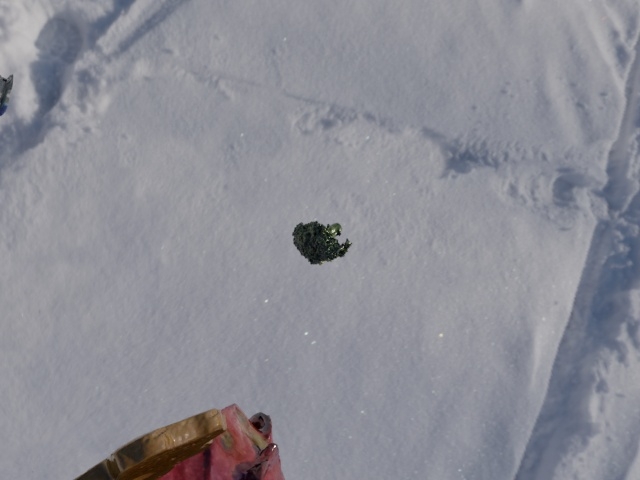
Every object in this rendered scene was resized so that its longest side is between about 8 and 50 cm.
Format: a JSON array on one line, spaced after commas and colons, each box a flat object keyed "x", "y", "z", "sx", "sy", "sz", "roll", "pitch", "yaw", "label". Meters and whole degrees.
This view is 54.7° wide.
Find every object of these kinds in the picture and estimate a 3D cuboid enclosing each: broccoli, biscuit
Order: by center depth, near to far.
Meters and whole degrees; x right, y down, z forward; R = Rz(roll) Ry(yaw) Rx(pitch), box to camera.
[{"x": -0.154, "y": 0.189, "z": 0.520, "sx": 0.133, "sy": 0.184, "sz": 0.027, "roll": -16, "pitch": 68, "yaw": -39, "label": "biscuit"}, {"x": 0.000, "y": 0.000, "z": 1.094, "sx": 0.092, "sy": 0.097, "sz": 0.095, "roll": -30, "pitch": 86, "yaw": -40, "label": "broccoli"}]

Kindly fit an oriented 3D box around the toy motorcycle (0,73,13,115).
[{"x": -0.247, "y": -0.016, "z": 0.334, "sx": 0.102, "sy": 0.150, "sz": 0.221, "roll": 21, "pitch": 94, "yaw": -11, "label": "toy motorcycle"}]

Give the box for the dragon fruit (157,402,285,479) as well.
[{"x": -0.158, "y": 0.394, "z": 0.730, "sx": 0.249, "sy": 0.386, "sz": 0.371, "roll": 39, "pitch": 95, "yaw": 9, "label": "dragon fruit"}]
